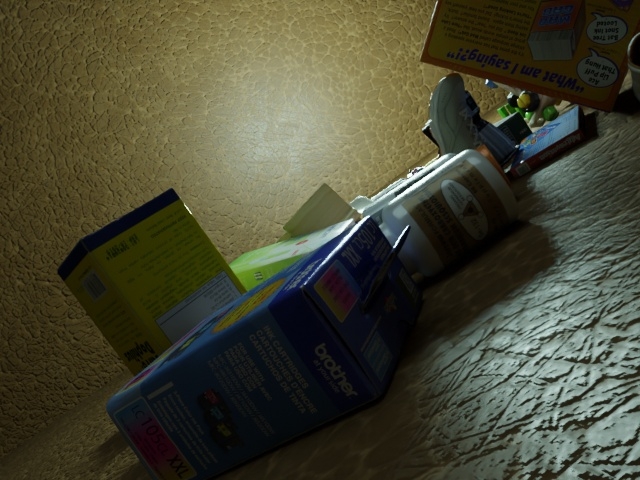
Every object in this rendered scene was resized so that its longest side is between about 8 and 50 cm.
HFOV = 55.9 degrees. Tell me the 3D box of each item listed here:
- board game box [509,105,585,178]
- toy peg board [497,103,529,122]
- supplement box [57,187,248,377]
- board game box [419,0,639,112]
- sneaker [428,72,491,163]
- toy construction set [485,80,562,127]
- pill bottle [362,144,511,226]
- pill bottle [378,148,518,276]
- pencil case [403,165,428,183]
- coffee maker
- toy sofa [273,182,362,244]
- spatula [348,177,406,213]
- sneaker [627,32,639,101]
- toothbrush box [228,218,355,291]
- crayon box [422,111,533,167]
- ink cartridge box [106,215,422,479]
[{"bbox_3d":[0.476,-0.209,1.252,0.145,0.027,0.281,-31,6,30],"label":"board game box"},{"bbox_3d":[0.658,-0.431,1.910,0.161,0.079,0.161,-37,5,-18],"label":"toy peg board"},{"bbox_3d":[-0.268,0.124,1.084,0.194,0.356,0.195,-38,5,-38],"label":"supplement box"},{"bbox_3d":[0.445,-0.480,1.191,0.356,0.357,0.356,-36,-37,-66],"label":"board game box"},{"bbox_3d":[0.290,-0.200,1.195,0.121,0.262,0.099,15,35,39],"label":"sneaker"},{"bbox_3d":[0.619,-0.428,1.573,0.309,0.257,0.237,-50,40,31],"label":"toy construction set"},{"bbox_3d":[0.206,-0.066,1.061,0.246,0.130,0.130,-34,5,15],"label":"pill bottle"},{"bbox_3d":[0.164,-0.021,0.899,0.229,0.131,0.131,-35,5,1],"label":"pill bottle"},{"bbox_3d":[0.191,-0.070,1.288,0.124,0.124,0.284,-32,6,37],"label":"pencil case"},{"bbox_3d":[0.310,-0.208,1.313,0.171,0.178,0.120,-44,-1,19],"label":"coffee maker"},{"bbox_3d":[0.000,0.000,1.535,0.150,0.177,0.362,-46,1,-12],"label":"toy sofa"},{"bbox_3d":[0.191,-0.093,1.506,0.168,0.019,0.242,26,44,33],"label":"spatula"},{"bbox_3d":[0.551,-0.290,0.968,0.106,0.123,0.290,-35,3,22],"label":"sneaker"},{"bbox_3d":[-0.061,0.072,1.260,0.283,0.122,0.206,-16,11,21],"label":"toothbrush box"},{"bbox_3d":[0.389,-0.216,1.601,0.203,0.083,0.323,-36,5,-14],"label":"crayon box"},{"bbox_3d":[-0.036,0.124,0.766,0.395,0.151,0.270,-31,6,25],"label":"ink cartridge box"}]
